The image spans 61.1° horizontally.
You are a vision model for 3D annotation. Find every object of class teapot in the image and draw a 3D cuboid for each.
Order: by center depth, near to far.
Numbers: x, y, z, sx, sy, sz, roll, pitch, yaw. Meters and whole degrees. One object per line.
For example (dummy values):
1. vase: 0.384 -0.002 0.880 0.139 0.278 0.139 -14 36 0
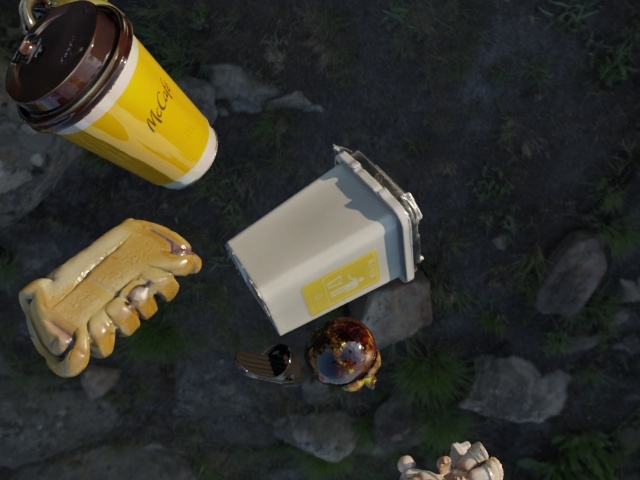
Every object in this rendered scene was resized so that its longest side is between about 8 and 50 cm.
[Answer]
1. teapot: -0.487 -0.447 1.089 0.173 0.269 0.182 -7 98 27

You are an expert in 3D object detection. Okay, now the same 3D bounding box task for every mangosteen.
1. mangosteen: 0.065 0.305 1.389 0.192 0.192 0.217 -30 103 16

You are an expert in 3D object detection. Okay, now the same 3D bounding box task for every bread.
1. bread: -0.267 0.064 0.695 0.134 0.225 0.081 37 149 18

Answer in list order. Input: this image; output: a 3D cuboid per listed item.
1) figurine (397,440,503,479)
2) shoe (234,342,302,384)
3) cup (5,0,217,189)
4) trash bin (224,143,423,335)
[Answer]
1. figurine: 0.219 0.498 1.061 0.257 0.182 0.144 -18 145 -16
2. shoe: -0.072 0.197 0.890 0.159 0.062 0.053 20 113 -50
3. cup: -0.285 -0.193 0.792 0.196 0.196 0.280 -28 146 15
4. trash bin: 0.000 0.000 1.159 0.368 0.296 0.256 -31 144 -11
